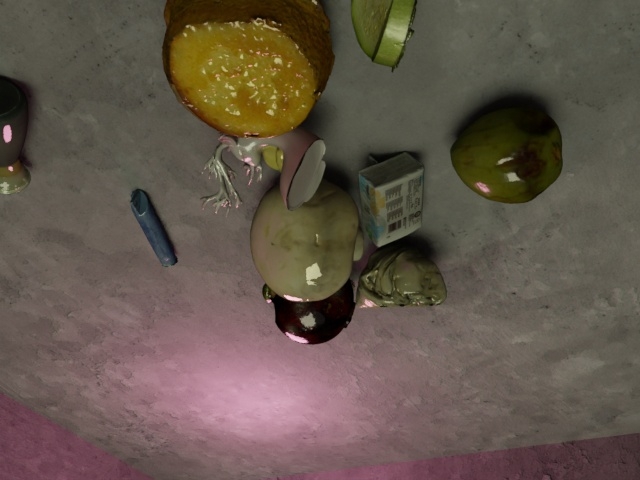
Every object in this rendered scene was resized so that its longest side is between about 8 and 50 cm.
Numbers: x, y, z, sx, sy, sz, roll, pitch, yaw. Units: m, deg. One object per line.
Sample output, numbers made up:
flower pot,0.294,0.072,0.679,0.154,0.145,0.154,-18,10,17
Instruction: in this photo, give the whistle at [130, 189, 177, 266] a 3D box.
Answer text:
whistle,-0.532,-0.032,1.899,0.062,0.062,0.304,-3,137,10

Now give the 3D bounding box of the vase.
vase,-0.866,-0.268,1.614,0.173,0.173,0.321,13,143,-7

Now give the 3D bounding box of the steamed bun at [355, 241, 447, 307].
steamed bun,0.239,0.109,1.865,0.267,0.207,0.280,-1,171,-8

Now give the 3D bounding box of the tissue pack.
tissue pack,0.186,-0.126,1.665,0.159,0.145,0.229,-25,140,-14

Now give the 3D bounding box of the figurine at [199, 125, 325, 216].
figurine,-0.163,-0.179,1.523,0.315,0.206,0.284,30,136,26

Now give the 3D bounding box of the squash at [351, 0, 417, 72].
squash,0.134,-0.464,1.219,0.133,0.220,0.220,9,138,-7

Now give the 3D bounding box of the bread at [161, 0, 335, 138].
bread,-0.166,-0.409,1.323,0.398,0.215,0.398,6,143,5

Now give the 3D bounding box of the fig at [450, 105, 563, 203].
fig,0.448,-0.209,1.465,0.271,0.239,0.239,14,149,41

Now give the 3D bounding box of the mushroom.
mushroom,-0.016,-0.007,1.679,0.353,0.353,0.325,14,153,-8

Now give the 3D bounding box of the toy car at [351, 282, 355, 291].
toy car,0.063,0.176,2.073,0.059,0.035,0.122,35,139,-28

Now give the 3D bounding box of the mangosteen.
mangosteen,-0.036,0.183,1.919,0.311,0.311,0.311,4,138,3
